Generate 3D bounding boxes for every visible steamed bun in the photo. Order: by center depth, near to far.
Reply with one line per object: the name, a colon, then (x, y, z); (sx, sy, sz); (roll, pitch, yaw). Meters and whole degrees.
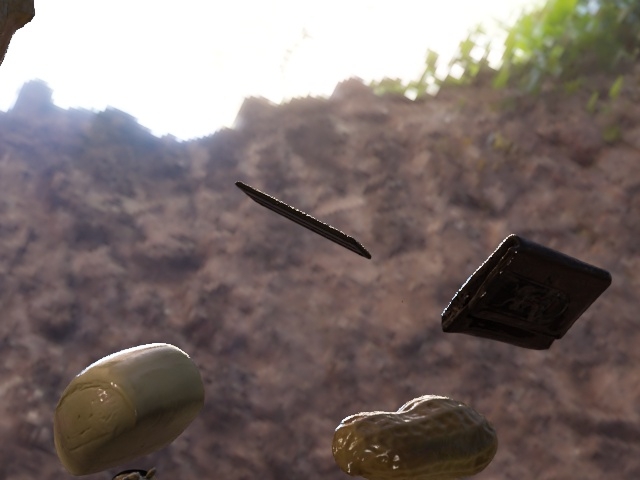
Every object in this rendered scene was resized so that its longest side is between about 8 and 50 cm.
steamed bun: (-0.312, 0.259, 2.214); (0.200, 0.250, 0.155); (-15, -113, -43)

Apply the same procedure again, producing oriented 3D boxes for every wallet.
wallet: (0.305, 0.086, 2.061); (0.229, 0.182, 0.049); (16, -148, -40)

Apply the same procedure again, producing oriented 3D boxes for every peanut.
peanut: (0.102, 0.215, 1.510); (0.194, 0.093, 0.083); (2, 179, -24)

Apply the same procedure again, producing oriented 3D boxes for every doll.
doll: (-0.266, 0.361, 1.944); (0.089, 0.102, 0.179); (24, -164, 10)

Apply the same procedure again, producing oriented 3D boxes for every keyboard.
keyboard: (0.008, -0.011, 2.495); (0.381, 0.041, 0.103); (34, 176, 29)

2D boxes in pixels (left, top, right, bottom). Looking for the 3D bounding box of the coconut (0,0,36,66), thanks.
coconut: (-0.539, -0.296, 1.732); (0.404, 0.404, 0.404); (24, -159, -10)
